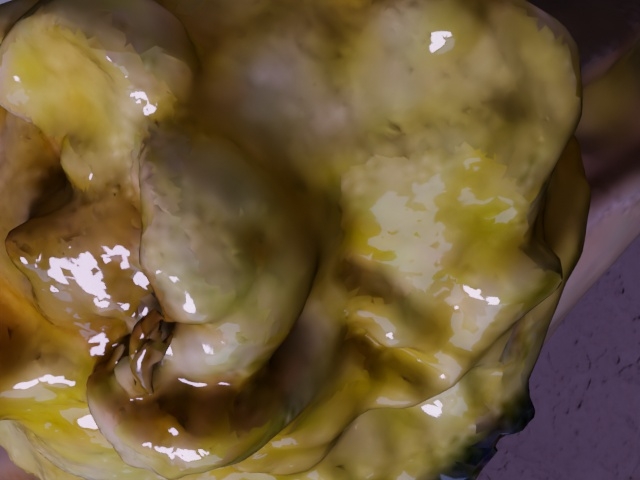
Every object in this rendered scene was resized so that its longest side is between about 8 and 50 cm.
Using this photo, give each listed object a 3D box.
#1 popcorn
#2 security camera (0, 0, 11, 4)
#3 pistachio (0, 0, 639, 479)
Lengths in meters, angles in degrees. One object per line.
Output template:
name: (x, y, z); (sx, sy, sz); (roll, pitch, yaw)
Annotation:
popcorn: (-0.031, -0.012, 0.653); (0.252, 0.286, 0.215); (-5, -131, -34)
security camera: (-0.262, -0.091, 0.849); (0.302, 0.157, 0.080); (-4, -148, -9)
pistachio: (0.000, 0.000, 0.970); (0.445, 0.281, 0.365); (-31, -170, 13)
